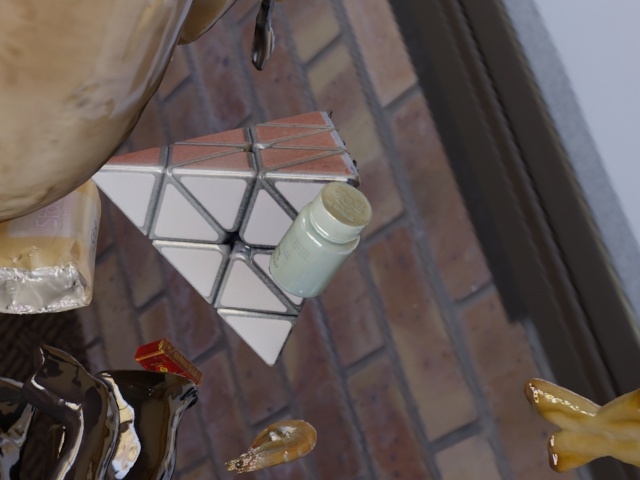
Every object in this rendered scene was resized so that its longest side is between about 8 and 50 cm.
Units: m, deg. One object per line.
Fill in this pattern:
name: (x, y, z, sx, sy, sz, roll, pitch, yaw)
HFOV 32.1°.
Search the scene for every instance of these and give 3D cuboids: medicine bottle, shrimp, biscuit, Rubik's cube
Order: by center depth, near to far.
medicine bottle: (0.000, 0.000, 0.784, 0.047, 0.083, 0.047, 19, 44, -19)
Rubik's cube: (-0.063, -0.038, 1.198, 0.228, 0.233, 0.229, 55, 9, 27)
shrimp: (-0.057, 0.231, 1.258, 0.059, 0.108, 0.023, -109, -174, -49)
biscuit: (0.389, 0.258, 1.521, 0.047, 0.208, 0.164, -43, 119, -40)

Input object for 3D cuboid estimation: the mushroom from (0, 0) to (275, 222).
mushroom: (-0.145, -0.177, 0.534, 0.295, 0.362, 0.362, 12, 55, -35)

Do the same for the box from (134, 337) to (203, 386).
box: (-0.201, 0.167, 1.476, 0.082, 0.051, 0.023, 50, 37, -30)

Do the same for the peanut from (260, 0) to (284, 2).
peanut: (-0.050, -0.422, 1.681, 0.140, 0.159, 0.109, 59, 13, -87)

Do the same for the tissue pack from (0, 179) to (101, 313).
tissue pack: (-0.388, 0.003, 1.469, 0.186, 0.090, 0.222, -1, 34, -4)

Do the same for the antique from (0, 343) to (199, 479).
antique: (-0.186, 0.222, 0.701, 0.185, 0.322, 0.255, 15, 60, -18)
